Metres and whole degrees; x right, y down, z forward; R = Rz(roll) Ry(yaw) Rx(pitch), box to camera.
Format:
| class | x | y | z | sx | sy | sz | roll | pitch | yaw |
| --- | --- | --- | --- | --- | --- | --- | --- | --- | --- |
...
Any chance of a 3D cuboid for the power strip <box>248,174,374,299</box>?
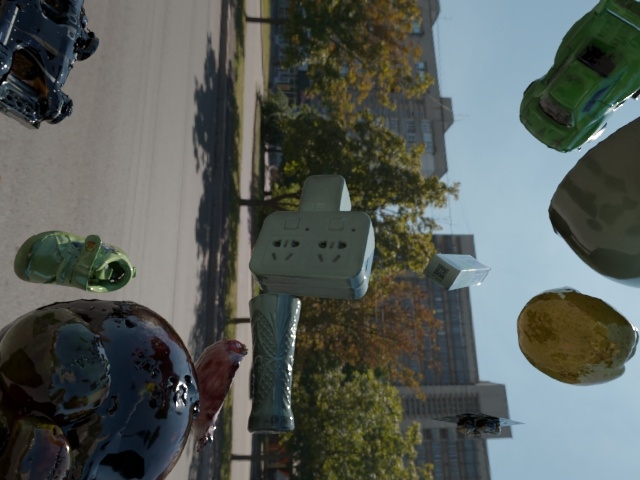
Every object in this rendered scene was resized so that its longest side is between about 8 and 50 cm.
| class | x | y | z | sx | sy | sz | roll | pitch | yaw |
| --- | --- | --- | --- | --- | --- | --- | --- | --- | --- |
| power strip | 0.000 | 0.000 | 0.882 | 0.141 | 0.229 | 0.261 | 71 | 26 | -49 |

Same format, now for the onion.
| class | x | y | z | sx | sy | sz | roll | pitch | yaw |
| --- | --- | --- | --- | --- | --- | --- | --- | --- | --- |
| onion | -0.283 | 0.382 | 1.044 | 0.227 | 0.120 | 0.283 | 136 | -26 | -84 |

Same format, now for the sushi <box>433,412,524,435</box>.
| class | x | y | z | sx | sy | sz | roll | pitch | yaw |
| --- | --- | --- | --- | --- | --- | --- | --- | --- | --- |
| sushi | 0.468 | 0.555 | 1.236 | 0.193 | 0.210 | 0.040 | -45 | -147 | 52 |

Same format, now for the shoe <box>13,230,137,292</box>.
| class | x | y | z | sx | sy | sz | roll | pitch | yaw |
| --- | --- | --- | --- | --- | --- | --- | --- | --- | --- |
| shoe | -0.569 | 0.050 | 1.001 | 0.262 | 0.128 | 0.140 | 19 | 83 | -58 |

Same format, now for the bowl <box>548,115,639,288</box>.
| class | x | y | z | sx | sy | sz | roll | pitch | yaw |
| --- | --- | --- | --- | --- | --- | --- | --- | --- | --- |
| bowl | 0.559 | -0.031 | 0.618 | 0.354 | 0.354 | 0.185 | 98 | -10 | -53 |

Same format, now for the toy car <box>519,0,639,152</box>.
| class | x | y | z | sx | sy | sz | roll | pitch | yaw |
| --- | --- | --- | --- | --- | --- | --- | --- | --- | --- |
| toy car | 0.604 | -0.366 | 0.939 | 0.213 | 0.176 | 0.359 | 50 | -38 | 18 |

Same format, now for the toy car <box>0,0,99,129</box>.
| class | x | y | z | sx | sy | sz | roll | pitch | yaw |
| --- | --- | --- | --- | --- | --- | --- | --- | --- | --- |
| toy car | -0.535 | -0.365 | 0.772 | 0.193 | 0.118 | 0.301 | 42 | 54 | -61 |

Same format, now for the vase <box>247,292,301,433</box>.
| class | x | y | z | sx | sy | sz | roll | pitch | yaw |
| --- | --- | --- | --- | --- | --- | --- | --- | --- | --- |
| vase | -0.081 | 0.209 | 0.712 | 0.096 | 0.096 | 0.219 | 101 | -10 | -61 |

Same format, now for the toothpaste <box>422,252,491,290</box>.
| class | x | y | z | sx | sy | sz | roll | pitch | yaw |
| --- | --- | --- | --- | --- | --- | --- | --- | --- | --- |
| toothpaste | 0.383 | 0.082 | 1.150 | 0.336 | 0.081 | 0.067 | 3 | 120 | -56 |

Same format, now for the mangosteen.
| class | x | y | z | sx | sy | sz | roll | pitch | yaw |
| --- | --- | --- | --- | --- | --- | --- | --- | --- | --- |
| mangosteen | -0.411 | 0.263 | 0.692 | 0.421 | 0.381 | 0.381 | 61 | 22 | -52 |

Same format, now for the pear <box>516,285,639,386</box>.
| class | x | y | z | sx | sy | sz | roll | pitch | yaw |
| --- | --- | --- | --- | --- | --- | --- | --- | --- | --- |
| pear | 0.431 | 0.159 | 0.703 | 0.178 | 0.178 | 0.178 | -179 | -90 | -85 |
